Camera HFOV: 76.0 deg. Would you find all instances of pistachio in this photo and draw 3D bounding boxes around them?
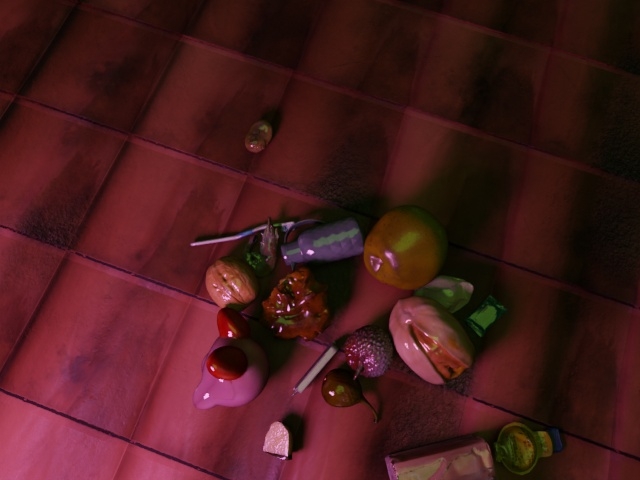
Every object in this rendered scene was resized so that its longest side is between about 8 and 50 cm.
[{"bbox_3d":[0.356,0.318,1.337,0.230,0.230,0.309,-43,90,-12],"label":"pistachio"}]

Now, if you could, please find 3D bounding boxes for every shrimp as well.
[{"bbox_3d":[-0.216,0.021,1.472,0.126,0.047,0.223,7,89,4],"label":"shrimp"}]

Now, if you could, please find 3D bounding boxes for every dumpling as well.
[{"bbox_3d":[0.428,0.201,1.423,0.181,0.154,0.111,9,32,34],"label":"dumpling"}]

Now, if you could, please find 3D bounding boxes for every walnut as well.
[{"bbox_3d":[-0.301,0.146,1.393,0.165,0.165,0.197,-34,84,-10],"label":"walnut"}]

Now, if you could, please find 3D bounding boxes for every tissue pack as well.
[{"bbox_3d":[0.584,0.267,1.449,0.138,0.028,0.085,-42,76,-6],"label":"tissue pack"},{"bbox_3d":[0.376,0.734,1.214,0.306,0.238,0.238,-11,75,-4],"label":"tissue pack"}]

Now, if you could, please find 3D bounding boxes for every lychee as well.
[{"bbox_3d":[0.155,0.367,1.336,0.165,0.165,0.197,39,43,9],"label":"lychee"}]

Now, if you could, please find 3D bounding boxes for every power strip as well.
[{"bbox_3d":[-0.017,0.429,1.362,0.029,0.080,0.227,42,78,4],"label":"power strip"}]

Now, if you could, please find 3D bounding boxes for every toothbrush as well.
[{"bbox_3d":[-0.282,-0.026,1.500,0.387,0.040,0.040,-9,75,-6],"label":"toothbrush"}]

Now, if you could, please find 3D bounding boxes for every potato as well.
[{"bbox_3d":[-0.238,-0.400,1.587,0.092,0.070,0.137,29,75,8],"label":"potato"},{"bbox_3d":[-0.121,0.632,1.309,0.096,0.066,0.103,7,78,26],"label":"potato"}]

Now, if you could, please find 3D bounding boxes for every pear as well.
[{"bbox_3d":[0.296,0.023,1.388,0.295,0.294,0.294,0,75,-1],"label":"pear"}]

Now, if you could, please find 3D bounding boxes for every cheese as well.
[{"bbox_3d":[0.670,0.665,1.323,0.250,0.064,0.156,-3,76,-12],"label":"cheese"}]

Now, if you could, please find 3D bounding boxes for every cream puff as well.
[{"bbox_3d":[-0.076,0.216,1.373,0.241,0.155,0.268,10,103,0],"label":"cream puff"}]

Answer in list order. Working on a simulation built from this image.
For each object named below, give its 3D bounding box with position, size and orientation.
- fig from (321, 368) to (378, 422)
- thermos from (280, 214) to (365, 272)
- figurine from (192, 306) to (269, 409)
[{"bbox_3d":[0.109,0.515,1.331,0.236,0.124,0.124,39,77,-3],"label":"fig"},{"bbox_3d":[0.000,0.000,1.448,0.287,0.145,0.182,-14,65,-3],"label":"thermos"},{"bbox_3d":[-0.260,0.396,1.281,0.211,0.269,0.261,18,116,-13],"label":"figurine"}]
